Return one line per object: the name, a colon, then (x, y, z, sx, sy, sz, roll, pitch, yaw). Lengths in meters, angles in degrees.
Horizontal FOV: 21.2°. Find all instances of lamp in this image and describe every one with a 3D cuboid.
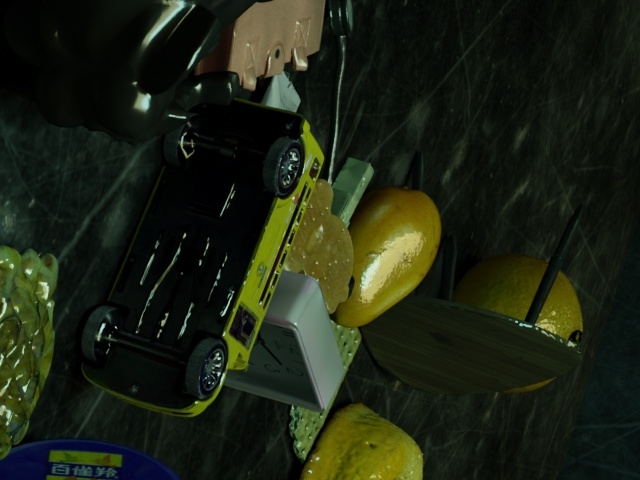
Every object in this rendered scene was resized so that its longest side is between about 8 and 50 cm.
lamp: (-0.016, -0.115, 1.995, 0.130, 0.109, 0.371, -64, 153, -73)

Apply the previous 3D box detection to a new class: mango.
mango: (0.074, 0.022, 2.207, 0.219, 0.112, 0.145, -53, 128, -31)

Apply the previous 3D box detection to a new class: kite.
kite: (-0.057, -0.163, 1.931, 0.090, 0.004, 0.122, -57, 152, -33)

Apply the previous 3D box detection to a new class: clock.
clock: (-0.064, 0.104, 1.914, 0.197, 0.150, 0.063, 74, 36, -52)

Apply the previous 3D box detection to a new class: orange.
orange: (0.303, 0.130, 2.682, 0.236, 0.236, 0.236, -46, 145, -47)

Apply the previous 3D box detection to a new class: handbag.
handbag: (-0.056, -0.246, 1.808, 0.212, 0.059, 0.157, -34, 135, -57)

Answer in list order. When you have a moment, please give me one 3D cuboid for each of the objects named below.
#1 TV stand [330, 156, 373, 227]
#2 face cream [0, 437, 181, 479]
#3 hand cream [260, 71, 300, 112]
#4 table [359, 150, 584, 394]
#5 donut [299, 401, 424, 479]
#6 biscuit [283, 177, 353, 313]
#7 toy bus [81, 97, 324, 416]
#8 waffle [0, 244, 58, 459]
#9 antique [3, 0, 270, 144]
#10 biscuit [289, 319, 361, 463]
TV stand: (0.000, 0.000, 2.131, 0.249, 0.036, 0.042, -63, 153, -23)
face cream: (-0.229, 0.277, 1.586, 0.206, 0.206, 0.111, -30, 135, -58)
hand cream: (-0.059, -0.116, 1.910, 0.084, 0.053, 0.142, 58, 45, -61)
table: (0.206, 0.053, 2.444, 0.317, 0.317, 0.249, 65, 33, -58)
donut: (0.052, 0.376, 2.405, 0.303, 0.110, 0.303, -50, 150, -45)
biscuit: (-0.014, -0.006, 1.914, 0.184, 0.027, 0.133, 42, 55, -47)
toy bus: (-0.112, 0.023, 1.755, 0.331, 0.145, 0.151, -69, 158, -12)
waffle: (-0.298, 0.111, 1.512, 0.204, 0.054, 0.223, -13, 118, -64)
antique: (-0.144, -0.238, 1.475, 0.255, 0.185, 0.322, -49, 147, -57)
biscuit: (0.002, 0.182, 2.287, 0.203, 0.016, 0.144, -62, 155, -25)
